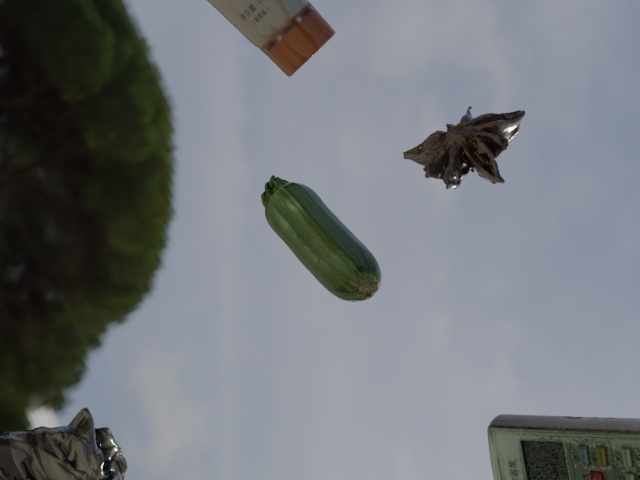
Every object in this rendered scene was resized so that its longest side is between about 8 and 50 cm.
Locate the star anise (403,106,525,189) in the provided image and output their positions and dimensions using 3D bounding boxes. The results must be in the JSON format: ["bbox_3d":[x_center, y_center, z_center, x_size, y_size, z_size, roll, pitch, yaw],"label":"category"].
[{"bbox_3d":[0.144,-0.096,1.929,0.129,0.124,0.056,-5,-47,27],"label":"star anise"}]

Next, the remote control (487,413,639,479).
[{"bbox_3d":[0.376,0.288,2.269,0.344,0.050,0.145,-2,-70,30],"label":"remote control"}]

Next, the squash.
[{"bbox_3d":[0.000,0.000,2.139,0.219,0.068,0.077,48,2,37],"label":"squash"}]

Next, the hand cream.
[{"bbox_3d":[-0.112,-0.355,2.359,0.314,0.089,0.140,44,-64,-2],"label":"hand cream"}]

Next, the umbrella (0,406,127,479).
[{"bbox_3d":[-0.352,0.232,1.699,0.113,0.358,0.106,58,28,-58],"label":"umbrella"}]
